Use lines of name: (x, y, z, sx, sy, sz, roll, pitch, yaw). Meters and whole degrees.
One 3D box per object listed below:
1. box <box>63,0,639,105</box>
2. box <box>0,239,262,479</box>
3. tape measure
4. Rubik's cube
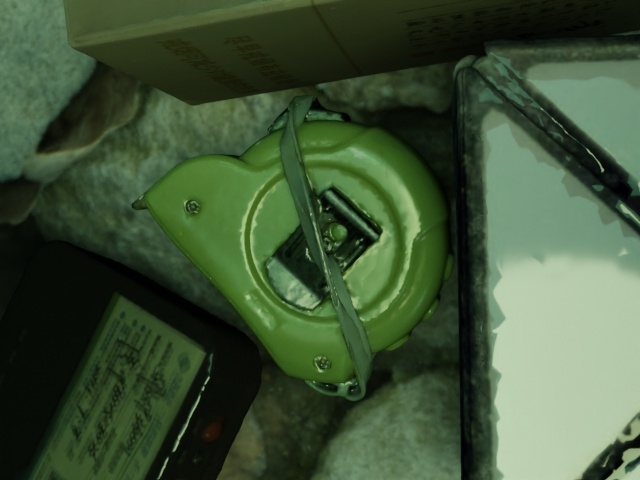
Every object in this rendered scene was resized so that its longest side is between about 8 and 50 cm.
box: (0.059, -0.147, 0.513, 0.366, 0.204, 0.051, -7, 88, 10)
box: (-0.188, 0.186, 0.566, 0.211, 0.058, 0.350, 24, 86, 38)
tape measure: (0.000, 0.000, 0.571, 0.175, 0.106, 0.200, -39, 85, 11)
Rubik's cube: (0.202, 0.038, 0.460, 0.255, 0.259, 0.259, -1, 90, 9)
